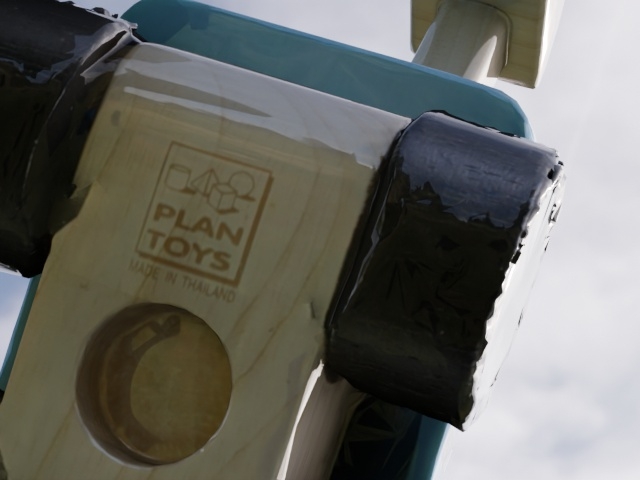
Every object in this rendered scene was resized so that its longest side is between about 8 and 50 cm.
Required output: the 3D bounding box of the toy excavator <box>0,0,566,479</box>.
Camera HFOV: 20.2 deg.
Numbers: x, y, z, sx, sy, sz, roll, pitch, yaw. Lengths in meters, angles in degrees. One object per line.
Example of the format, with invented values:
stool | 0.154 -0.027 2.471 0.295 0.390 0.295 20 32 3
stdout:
toy excavator | 0.000 0.000 0.814 0.222 0.432 0.445 17 -3 11
